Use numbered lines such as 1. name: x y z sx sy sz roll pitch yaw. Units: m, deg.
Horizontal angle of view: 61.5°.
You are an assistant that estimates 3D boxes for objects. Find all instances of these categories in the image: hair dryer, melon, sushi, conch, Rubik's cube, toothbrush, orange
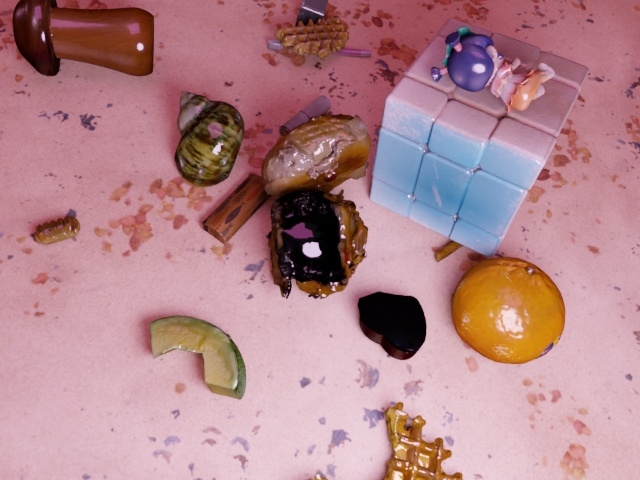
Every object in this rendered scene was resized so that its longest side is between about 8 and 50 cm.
1. hair dryer: 0.016 -0.252 1.301 0.183 0.044 0.155 41 63 7
2. melon: -0.224 0.202 0.989 0.209 0.064 0.118 19 65 3
3. sushi: -0.001 0.006 1.062 0.203 0.200 0.213 -3 35 -10
4. conch: -0.255 -0.235 1.189 0.187 0.124 0.181 -40 71 -18
5. Rubik's cube: 0.322 -0.218 1.151 0.315 0.322 0.319 28 59 15
6. toothbrush: -0.001 -0.514 1.450 0.286 0.025 0.020 2 59 -11
7. orange: 0.369 0.135 1.065 0.219 0.193 0.219 -3 50 3

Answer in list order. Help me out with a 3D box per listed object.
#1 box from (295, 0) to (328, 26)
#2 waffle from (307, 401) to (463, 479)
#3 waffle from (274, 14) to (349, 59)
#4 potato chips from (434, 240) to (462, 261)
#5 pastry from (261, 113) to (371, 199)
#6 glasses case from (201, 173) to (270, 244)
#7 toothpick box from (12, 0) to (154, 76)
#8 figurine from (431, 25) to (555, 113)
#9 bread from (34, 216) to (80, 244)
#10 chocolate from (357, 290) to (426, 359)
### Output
1. box: -0.021 -0.641 1.483 0.069 0.084 0.122 17 61 -9
2. waffle: 0.121 0.451 0.912 0.292 0.069 0.260 -28 72 -26
3. waffle: -0.014 -0.545 1.424 0.160 0.046 0.192 32 57 7
4. potato chips: 0.327 -0.008 1.221 0.204 0.037 0.026 -34 63 -23
5. pastry: -0.005 -0.161 1.132 0.256 0.236 0.121 -26 78 -18
6. glasses case: -0.177 -0.073 1.160 0.064 0.041 0.170 34 62 10
7. toothpick box: -0.536 -0.467 1.236 0.294 0.192 0.192 1 61 -17
8. figurine: 0.300 -0.303 0.950 0.195 0.111 0.102 35 61 18
9. bread: -0.525 -0.022 1.072 0.087 0.034 0.049 -16 59 -18
10. chocolate: 0.140 0.165 1.067 0.148 0.080 0.125 33 49 16
